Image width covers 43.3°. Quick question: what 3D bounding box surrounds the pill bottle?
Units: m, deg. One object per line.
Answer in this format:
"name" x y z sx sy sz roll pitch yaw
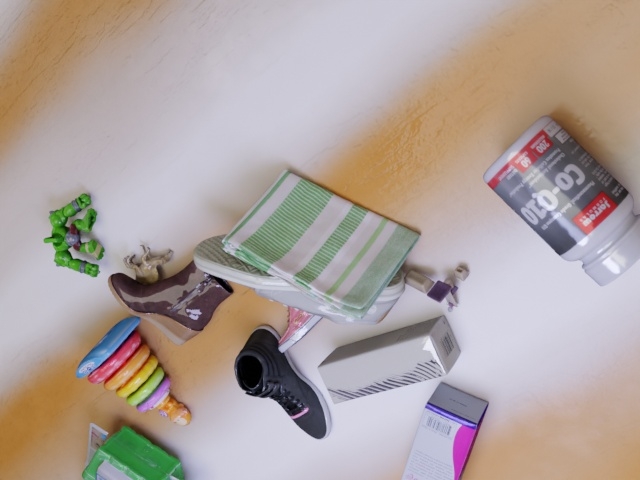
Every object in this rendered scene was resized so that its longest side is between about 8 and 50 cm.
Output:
"pill bottle" 0.437 -0.067 1.408 0.283 0.161 0.161 46 119 7

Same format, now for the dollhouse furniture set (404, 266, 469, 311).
"dollhouse furniture set" 0.237 0.091 1.640 0.114 0.091 0.081 28 160 40

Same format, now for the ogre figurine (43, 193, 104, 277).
"ogre figurine" -0.602 -0.010 1.968 0.118 0.097 0.197 -3 115 15

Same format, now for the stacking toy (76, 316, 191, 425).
"stacking toy" -0.433 0.353 1.981 0.302 0.166 0.175 47 130 -11

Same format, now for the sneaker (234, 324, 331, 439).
"sneaker" -0.093 0.342 1.795 0.104 0.147 0.296 -32 91 28

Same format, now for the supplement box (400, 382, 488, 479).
"supplement box" 0.254 0.426 1.672 0.111 0.114 0.220 22 112 18

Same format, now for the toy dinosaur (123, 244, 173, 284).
"toy dinosaur" -0.429 0.073 1.932 0.092 0.053 0.183 47 119 5

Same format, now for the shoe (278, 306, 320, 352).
"shoe" -0.049 0.165 1.772 0.081 0.063 0.178 47 114 8

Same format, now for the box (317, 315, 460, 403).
"box" 0.141 0.250 1.676 0.275 0.113 0.094 -21 96 31

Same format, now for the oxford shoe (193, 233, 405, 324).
"oxford shoe" -0.051 0.086 1.667 0.449 0.169 0.130 11 126 9

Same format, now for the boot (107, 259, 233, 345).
"boot" -0.349 0.107 1.878 0.248 0.090 0.207 40 111 -6

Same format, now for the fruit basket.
"fruit basket" -0.493 0.672 2.081 0.327 0.165 0.353 29 119 16

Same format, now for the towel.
"towel" 0.000 0.000 1.607 0.325 0.248 0.038 27 147 18
